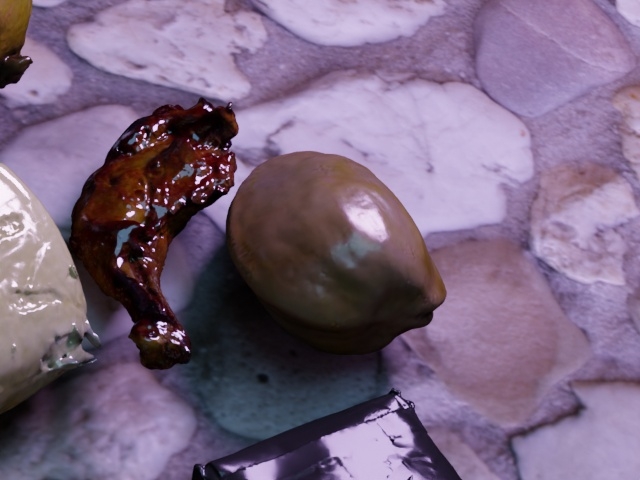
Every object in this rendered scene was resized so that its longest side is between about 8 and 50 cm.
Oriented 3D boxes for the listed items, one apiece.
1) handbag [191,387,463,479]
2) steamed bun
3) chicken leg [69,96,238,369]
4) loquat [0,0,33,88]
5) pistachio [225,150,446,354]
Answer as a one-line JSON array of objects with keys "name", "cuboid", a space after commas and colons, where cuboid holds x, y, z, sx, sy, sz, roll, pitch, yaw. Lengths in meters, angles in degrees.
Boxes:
[{"name": "handbag", "cuboid": [0.034, 0.246, 1.290, 0.247, 0.080, 0.223, -16, 55, -34]}, {"name": "steamed bun", "cuboid": [-0.341, 0.043, 1.269, 0.273, 0.166, 0.232, 54, 40, -5]}, {"name": "chicken leg", "cuboid": [-0.163, -0.007, 1.421, 0.158, 0.096, 0.407, -10, 35, 10]}, {"name": "loquat", "cuboid": [-0.403, -0.231, 1.474, 0.244, 0.244, 0.244, 12, 45, -12]}, {"name": "pistachio", "cuboid": [0.000, 0.000, 1.459, 0.213, 0.162, 0.260, 8, 32, -35]}]
